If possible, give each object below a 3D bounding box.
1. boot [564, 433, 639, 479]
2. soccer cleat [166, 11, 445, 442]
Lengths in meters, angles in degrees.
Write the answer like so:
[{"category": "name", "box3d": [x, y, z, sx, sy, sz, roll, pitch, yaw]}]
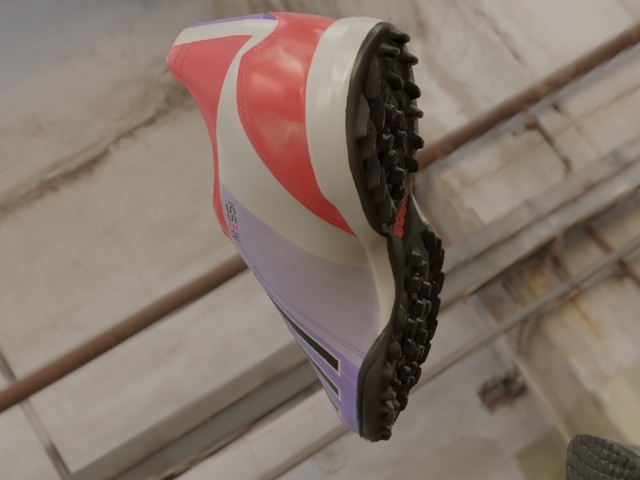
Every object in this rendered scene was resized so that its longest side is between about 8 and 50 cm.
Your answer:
[{"category": "boot", "box3d": [0.355, 0.236, 1.150, 0.161, 0.083, 0.246, 4, 3, -29]}, {"category": "soccer cleat", "box3d": [0.000, 0.000, 0.715, 0.318, 0.116, 0.108, 78, -150, -48]}]
